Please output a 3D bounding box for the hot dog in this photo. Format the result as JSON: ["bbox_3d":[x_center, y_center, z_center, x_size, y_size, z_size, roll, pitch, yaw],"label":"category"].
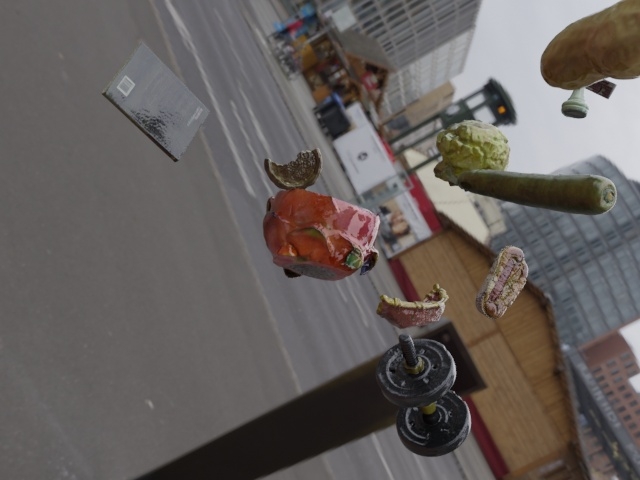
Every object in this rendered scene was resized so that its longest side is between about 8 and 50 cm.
[{"bbox_3d":[0.552,0.132,2.227,0.131,0.253,0.069,44,-25,-18],"label":"hot dog"}]

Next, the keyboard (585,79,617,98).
[{"bbox_3d":[0.888,-0.497,2.340,0.017,0.055,0.166,20,20,-18],"label":"keyboard"}]

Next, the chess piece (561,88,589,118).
[{"bbox_3d":[0.569,-0.344,1.601,0.059,0.059,0.149,41,63,-69],"label":"chess piece"}]

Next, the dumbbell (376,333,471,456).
[{"bbox_3d":[0.192,0.289,1.349,0.143,0.143,0.326,-108,177,-55],"label":"dumbbell"}]

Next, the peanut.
[{"bbox_3d":[0.518,-0.345,1.280,0.318,0.147,0.148,-14,-69,53],"label":"peanut"}]

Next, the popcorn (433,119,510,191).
[{"bbox_3d":[0.370,-0.208,1.840,0.197,0.212,0.198,30,33,-22],"label":"popcorn"}]

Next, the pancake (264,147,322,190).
[{"bbox_3d":[-0.084,-0.250,2.448,0.184,0.190,0.020,40,11,-17],"label":"pancake"}]

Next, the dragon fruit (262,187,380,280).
[{"bbox_3d":[0.000,0.000,1.715,0.290,0.290,0.190,38,62,-72],"label":"dragon fruit"}]

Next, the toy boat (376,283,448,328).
[{"bbox_3d":[0.234,0.169,1.829,0.318,0.141,0.099,-3,75,-57],"label":"toy boat"}]

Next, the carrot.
[{"bbox_3d":[0.397,-0.099,1.410,0.358,0.074,0.074,13,-37,52],"label":"carrot"}]

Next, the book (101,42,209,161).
[{"bbox_3d":[-0.367,-0.311,1.664,0.228,0.024,0.160,45,60,-33],"label":"book"}]
